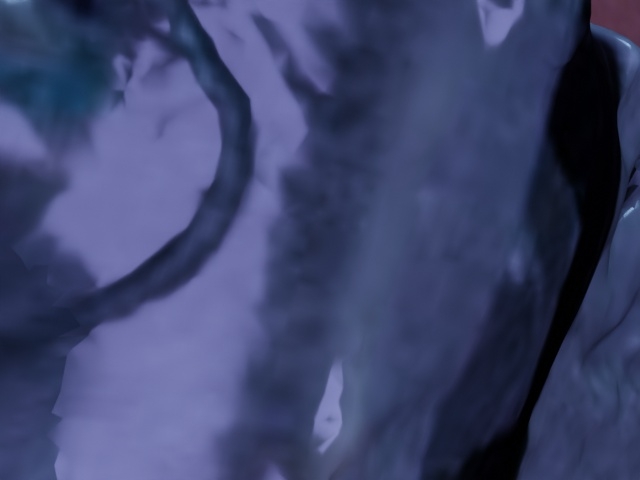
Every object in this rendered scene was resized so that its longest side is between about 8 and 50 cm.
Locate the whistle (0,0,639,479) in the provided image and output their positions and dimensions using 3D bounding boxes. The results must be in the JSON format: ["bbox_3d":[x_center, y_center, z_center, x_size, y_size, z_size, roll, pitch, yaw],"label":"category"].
[{"bbox_3d":[0.025,0.005,0.480,0.405,0.188,0.168,16,86,-21],"label":"whistle"}]
